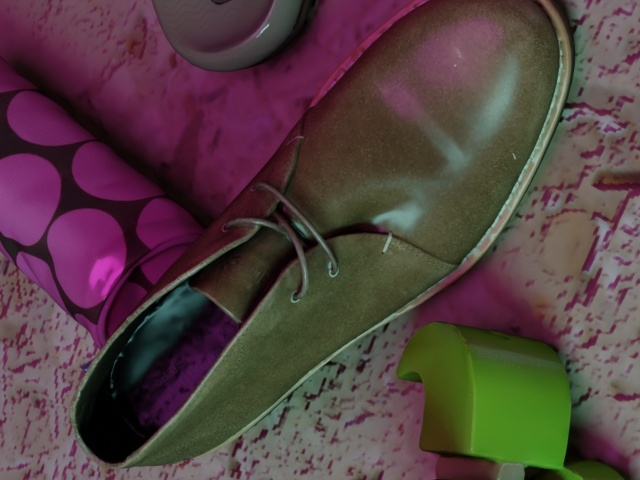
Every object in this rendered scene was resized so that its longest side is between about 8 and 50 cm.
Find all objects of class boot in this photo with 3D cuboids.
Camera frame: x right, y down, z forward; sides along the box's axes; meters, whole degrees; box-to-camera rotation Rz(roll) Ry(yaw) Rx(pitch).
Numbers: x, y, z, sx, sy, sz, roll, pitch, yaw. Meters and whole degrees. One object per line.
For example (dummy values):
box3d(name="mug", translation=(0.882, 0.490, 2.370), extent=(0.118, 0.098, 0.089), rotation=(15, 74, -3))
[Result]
box3d(name="boot", translation=(0.000, 0.000, 0.921), extent=(0.112, 0.115, 0.305), rotation=(45, 105, 7))

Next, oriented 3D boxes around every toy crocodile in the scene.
box3d(name="toy crocodile", translation=(0.081, 0.206, 0.907), extent=(0.105, 0.115, 0.340), rotation=(-7, 88, 55))

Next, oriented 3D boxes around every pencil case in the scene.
box3d(name="pencil case", translation=(-0.150, -0.020, 1.072), extent=(0.095, 0.098, 0.209), rotation=(-42, 62, -12))

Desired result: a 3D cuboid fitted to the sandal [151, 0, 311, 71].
box3d(name="sandal", translation=(-0.088, -0.231, 1.007), extent=(0.120, 0.086, 0.302), rotation=(-29, 77, 34))
